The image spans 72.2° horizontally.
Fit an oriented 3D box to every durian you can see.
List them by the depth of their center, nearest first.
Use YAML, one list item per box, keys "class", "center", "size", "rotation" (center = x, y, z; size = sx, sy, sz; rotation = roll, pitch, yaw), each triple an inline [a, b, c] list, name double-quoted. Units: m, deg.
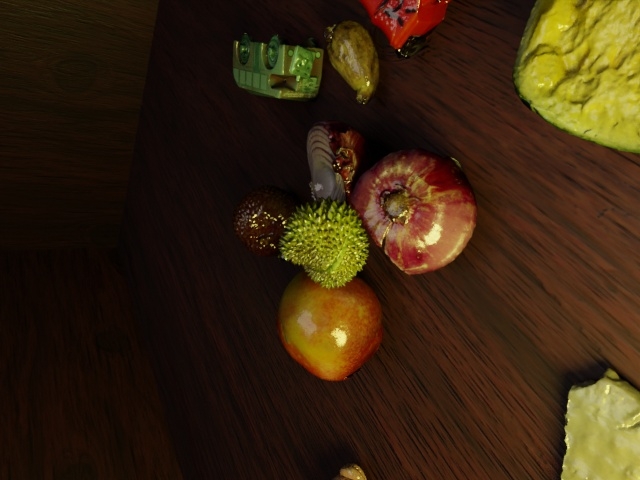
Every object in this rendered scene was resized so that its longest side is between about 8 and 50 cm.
- class: "durian"
  center: [0.014, 0.004, 0.798]
  size: [0.159, 0.146, 0.198]
  rotation: [37, 168, 7]

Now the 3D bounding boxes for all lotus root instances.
- class: "lotus root"
  center: [0.077, -0.369, 0.918]
  size: [0.108, 0.094, 0.190]
  rotation: [98, 148, -74]

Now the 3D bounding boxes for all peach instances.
- class: "peach"
  center: [0.019, 0.168, 0.909]
  size: [0.231, 0.231, 0.231]
  rotation: [3, 94, 53]

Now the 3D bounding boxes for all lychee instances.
- class: "lychee"
  center: [-0.136, -0.053, 1.138]
  size: [0.194, 0.194, 0.194]
  rotation: [3, 94, 53]

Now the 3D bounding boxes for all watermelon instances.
- class: "watermelon"
  center: [0.380, -0.232, 0.429]
  size: [0.331, 0.189, 0.330]
  rotation: [-37, 45, 48]

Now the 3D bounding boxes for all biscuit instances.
- class: "biscuit"
  center: [0.382, 0.315, 0.570]
  size: [0.141, 0.038, 0.289]
  rotation: [16, 104, 52]

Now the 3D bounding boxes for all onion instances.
- class: "onion"
  center: [0.166, -0.059, 0.741]
  size: [0.200, 0.201, 0.207]
  rotation: [-58, 30, 37]
- class: "onion"
  center: [0.055, -0.139, 0.886]
  size: [0.283, 0.120, 0.227]
  rotation: [-171, 68, -79]

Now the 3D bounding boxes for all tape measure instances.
- class: "tape measure"
  center: [0.151, -0.490, 0.737]
  size: [0.253, 0.114, 0.260]
  rotation: [53, 136, 7]

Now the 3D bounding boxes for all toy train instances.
- class: "toy train"
  center: [-0.122, -0.454, 1.148]
  size: [0.326, 0.129, 0.159]
  rotation: [33, 123, 47]

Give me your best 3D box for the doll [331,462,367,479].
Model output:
- class: "doll"
  center: [0.094, 0.625, 0.881]
  size: [0.303, 0.156, 0.201]
  rotation: [37, 114, 41]
